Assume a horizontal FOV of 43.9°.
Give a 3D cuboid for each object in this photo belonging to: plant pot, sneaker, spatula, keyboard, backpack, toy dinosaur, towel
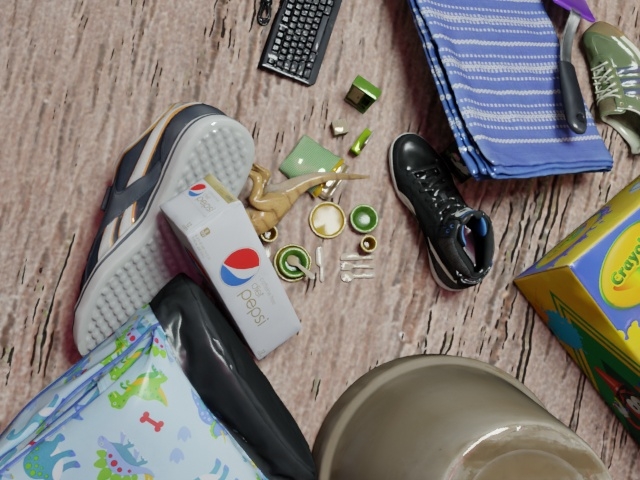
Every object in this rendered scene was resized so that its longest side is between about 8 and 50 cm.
[{"bbox_3d":[0.165,0.279,0.858,0.323,0.280,0.323,2,80,-9],"label":"plant pot"},{"bbox_3d":[-0.194,-0.012,0.925,0.126,0.127,0.321,26,99,-42],"label":"sneaker"},{"bbox_3d":[0.328,-0.252,1.044,0.084,0.030,0.296,21,57,-20],"label":"spatula"},{"bbox_3d":[-0.032,-0.301,1.044,0.108,0.023,0.180,19,77,-7],"label":"keyboard"},{"bbox_3d":[0.410,-0.203,1.087,0.086,0.064,0.192,-39,93,-19],"label":"sneaker"},{"bbox_3d":[-0.210,0.255,0.825,0.355,0.273,0.290,-31,102,0],"label":"backpack"},{"bbox_3d":[0.160,-0.047,0.988,0.079,0.121,0.217,-21,85,-14],"label":"sneaker"},{"bbox_3d":[-0.058,-0.052,0.977,0.211,0.064,0.112,-40,89,-11],"label":"toy dinosaur"},{"bbox_3d":[0.237,-0.231,1.014,0.243,0.040,0.336,-6,71,-31],"label":"towel"}]

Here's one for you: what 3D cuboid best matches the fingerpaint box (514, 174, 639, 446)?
[{"bbox_3d":[0.545,0.055,1.021,0.445,0.163,0.371,-36,89,-14],"label":"fingerpaint box"}]

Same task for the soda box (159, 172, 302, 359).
[{"bbox_3d":[-0.095,0.034,0.888,0.069,0.074,0.216,-36,134,-13],"label":"soda box"}]

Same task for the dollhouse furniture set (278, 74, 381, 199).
[{"bbox_3d":[0.020,-0.131,1.008,0.076,0.058,0.152,36,77,-3],"label":"dollhouse furniture set"}]

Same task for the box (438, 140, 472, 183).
[{"bbox_3d":[0.201,-0.119,1.026,0.062,0.083,0.052,-40,90,-13],"label":"box"}]

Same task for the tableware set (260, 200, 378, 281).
[{"bbox_3d":[0.000,0.000,1.001,0.154,0.024,0.104,-1,81,-10],"label":"tableware set"}]
